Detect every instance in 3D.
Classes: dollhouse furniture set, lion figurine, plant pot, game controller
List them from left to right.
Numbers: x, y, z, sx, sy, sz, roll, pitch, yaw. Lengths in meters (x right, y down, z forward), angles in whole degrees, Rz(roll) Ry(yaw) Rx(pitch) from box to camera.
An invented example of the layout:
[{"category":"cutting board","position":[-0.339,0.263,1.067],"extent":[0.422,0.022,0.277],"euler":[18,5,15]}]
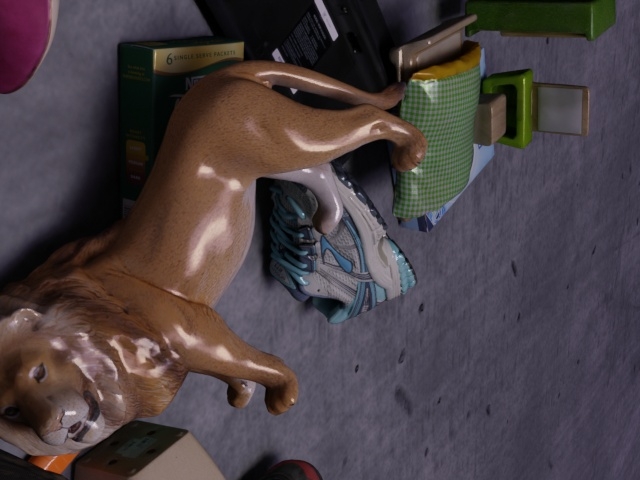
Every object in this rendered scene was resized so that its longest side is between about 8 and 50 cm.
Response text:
[{"category":"plant pot","position":[-0.147,0.216,0.853],"extent":[0.109,0.109,0.096],"euler":[-34,117,-46]},{"category":"lion figurine","position":[-0.094,-0.007,0.759],"extent":[0.240,0.142,0.392],"euler":[31,77,-26]},{"category":"game controller","position":[-0.014,-0.200,0.935],"extent":[0.166,0.067,0.319],"euler":[-48,141,-14]},{"category":"dollhouse furniture set","position":[0.205,-0.151,1.092],"extent":[0.301,0.151,0.197],"euler":[-38,130,-52]}]

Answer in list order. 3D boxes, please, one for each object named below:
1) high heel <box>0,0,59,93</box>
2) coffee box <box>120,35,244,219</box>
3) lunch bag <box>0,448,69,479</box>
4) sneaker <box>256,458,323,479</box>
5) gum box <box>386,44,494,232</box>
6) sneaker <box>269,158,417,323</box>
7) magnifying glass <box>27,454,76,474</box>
[{"category":"high heel","position":[-0.201,-0.170,0.572],"extent":[0.117,0.244,0.082],"euler":[10,63,-26]},{"category":"coffee box","position":[-0.115,-0.074,0.833],"extent":[0.113,0.040,0.184],"euler":[-18,117,-52]},{"category":"lunch bag","position":[-0.256,0.256,0.569],"extent":[0.169,0.235,0.287],"euler":[37,71,-62]},{"category":"sneaker","position":[-0.087,0.310,0.980],"extent":[0.276,0.098,0.135],"euler":[-48,141,-34]},{"category":"gum box","position":[0.149,-0.126,1.218],"extent":[0.184,0.041,0.157],"euler":[-47,138,-38]},{"category":"sneaker","position":[0.000,0.000,0.973],"extent":[0.122,0.110,0.283],"euler":[-37,139,0]},{"category":"magnifying glass","position":[-0.187,0.139,0.830],"extent":[0.231,0.026,0.092],"euler":[-53,142,-34]}]
